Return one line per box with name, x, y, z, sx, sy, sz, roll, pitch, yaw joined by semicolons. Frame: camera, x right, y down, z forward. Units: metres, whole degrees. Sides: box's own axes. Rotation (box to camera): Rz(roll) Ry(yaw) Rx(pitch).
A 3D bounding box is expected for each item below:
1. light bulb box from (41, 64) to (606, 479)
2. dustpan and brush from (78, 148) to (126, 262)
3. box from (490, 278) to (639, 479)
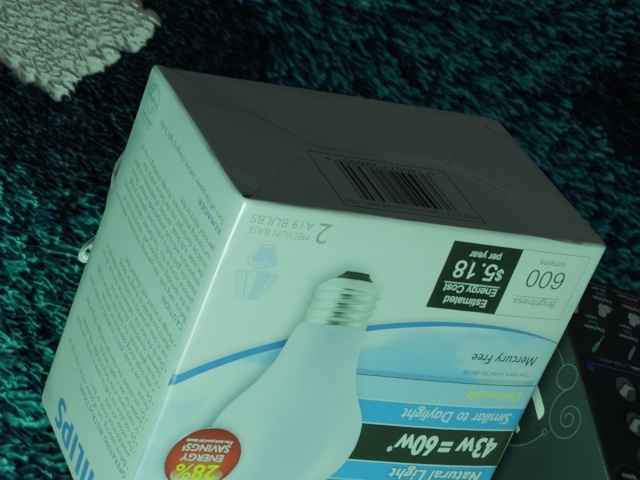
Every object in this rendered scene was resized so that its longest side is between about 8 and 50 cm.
light bulb box;-0.009;0.075;1.586;0.358;0.361;0.225;6;30;-28
dustpan and brush;-0.175;-0.018;1.788;0.147;0.060;0.211;47;47;5
box;0.237;0.186;1.718;0.143;0.165;0.270;16;48;-37
